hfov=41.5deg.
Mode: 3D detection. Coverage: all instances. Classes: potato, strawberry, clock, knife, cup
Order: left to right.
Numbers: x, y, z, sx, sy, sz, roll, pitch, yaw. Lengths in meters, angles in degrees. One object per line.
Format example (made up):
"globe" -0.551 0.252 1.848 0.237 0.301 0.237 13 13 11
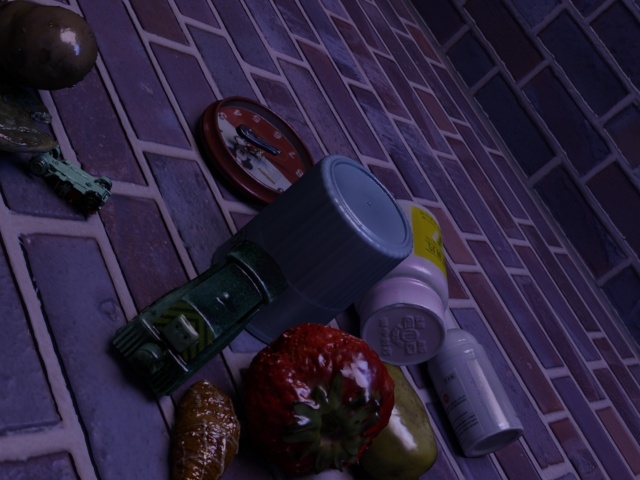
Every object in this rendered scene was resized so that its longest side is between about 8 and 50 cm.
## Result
"potato" -0.483 -0.335 1.469 0.262 0.165 0.165 22 7 40
"clock" -0.144 -0.198 1.947 0.318 0.080 0.319 31 37 -27
"knife" -0.138 -0.221 1.888 0.121 0.018 0.031 30 38 -29
"strawberry" -0.011 0.249 1.428 0.257 0.257 0.277 33 18 -29
"cup" 0.009 0.017 1.649 0.331 0.311 0.257 -5 59 -57
"potato" 0.121 0.341 1.584 0.197 0.148 0.228 -23 72 -48

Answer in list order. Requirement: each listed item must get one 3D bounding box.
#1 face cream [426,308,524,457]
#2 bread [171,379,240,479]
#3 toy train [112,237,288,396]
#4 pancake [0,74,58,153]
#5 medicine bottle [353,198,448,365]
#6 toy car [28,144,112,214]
"face cream" 0.321 0.295 1.934 0.145 0.145 0.370 17 43 -46
"bread" -0.171 0.299 1.294 0.105 0.076 0.233 34 33 -23
"toy train" -0.187 0.114 1.390 0.138 0.178 0.330 50 26 0
"pancake" -0.552 -0.224 1.393 0.253 0.037 0.254 30 22 -13
"medicine bottle" 0.180 0.087 1.919 0.213 0.213 0.379 37 31 -22
"toy car" -0.428 -0.104 1.444 0.143 0.054 0.073 33 29 -14
